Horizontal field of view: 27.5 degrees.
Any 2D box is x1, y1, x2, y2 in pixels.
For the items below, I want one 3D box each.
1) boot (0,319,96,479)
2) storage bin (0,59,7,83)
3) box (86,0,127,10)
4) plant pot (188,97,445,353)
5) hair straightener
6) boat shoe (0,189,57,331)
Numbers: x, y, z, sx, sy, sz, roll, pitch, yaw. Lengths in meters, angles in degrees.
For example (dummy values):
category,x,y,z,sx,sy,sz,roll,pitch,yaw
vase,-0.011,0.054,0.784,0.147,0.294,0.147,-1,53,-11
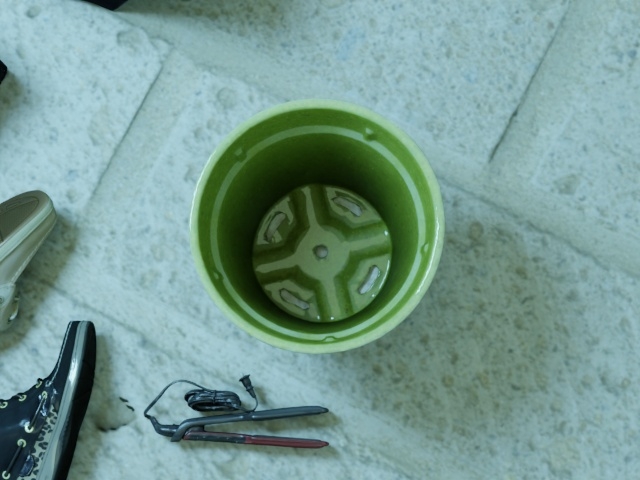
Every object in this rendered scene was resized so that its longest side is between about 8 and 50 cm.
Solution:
category,x,y,z,sx,sy,sz,roll,pitch,yaw
boot,-0.377,0.196,1.585,0.179,0.085,0.236,13,83,5
storage bin,-0.467,-0.207,1.591,0.084,0.180,0.122,39,85,5
box,-0.248,-0.511,1.544,0.212,0.293,0.395,19,82,-20
plant pot,0.000,0.000,1.517,0.276,0.254,0.276,0,82,2
hair straightener,-0.103,0.206,1.603,0.231,0.047,0.089,2,82,6
boat shoe,-0.422,0.068,1.603,0.302,0.109,0.098,-48,124,-5
